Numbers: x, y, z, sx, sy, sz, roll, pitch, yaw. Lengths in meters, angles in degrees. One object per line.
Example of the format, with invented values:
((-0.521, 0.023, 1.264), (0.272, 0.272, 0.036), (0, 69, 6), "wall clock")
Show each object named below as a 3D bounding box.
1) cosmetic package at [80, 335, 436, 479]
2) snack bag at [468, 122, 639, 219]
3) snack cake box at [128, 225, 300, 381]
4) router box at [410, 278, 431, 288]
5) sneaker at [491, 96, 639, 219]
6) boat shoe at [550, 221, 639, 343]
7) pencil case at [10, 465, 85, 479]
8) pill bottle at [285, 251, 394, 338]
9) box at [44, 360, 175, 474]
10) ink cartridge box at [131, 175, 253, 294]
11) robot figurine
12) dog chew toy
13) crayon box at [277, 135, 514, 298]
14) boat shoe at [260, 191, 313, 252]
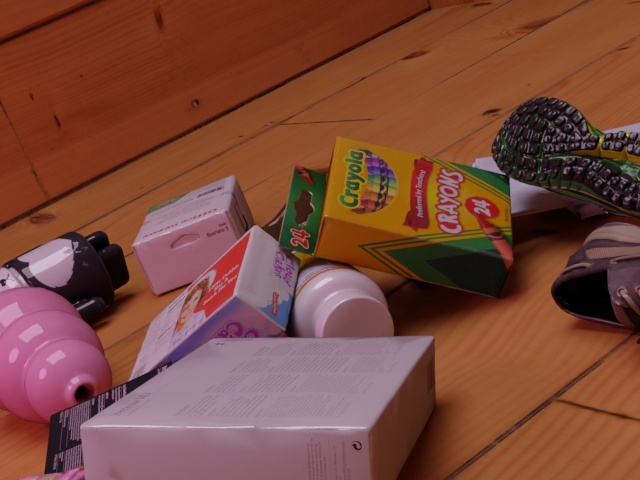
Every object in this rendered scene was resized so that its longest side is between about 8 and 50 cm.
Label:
((-0.044, 0.185, 1.228), (0.284, 0.098, 0.377), (0, 8, 15), "cosmetic package")
((0.411, -0.105, 1.854), (0.342, 0.037, 0.323), (-12, 20, 12), "snack bag")
((-0.150, 0.119, 1.601), (0.264, 0.089, 0.152), (-41, 21, 33), "snack cake box")
((0.185, 0.010, 1.812), (0.133, 0.046, 0.179), (-22, 17, -6), "router box")
((0.390, -0.099, 1.657), (0.343, 0.146, 0.134), (31, 89, 43), "sneaker")
((0.391, 0.064, 1.294), (0.130, 0.132, 0.355), (-38, 12, -17), "boat shoe")
((-0.390, 0.367, 1.242), (0.386, 0.160, 0.167), (-17, 32, 17), "pencil case")
((0.015, 0.098, 1.600), (0.136, 0.136, 0.245), (-25, 17, -10), "pill bottle")
((-0.239, 0.273, 1.434), (0.184, 0.103, 0.261), (-26, 19, -1), "box")
((-0.250, -0.015, 2.314), (0.201, 0.117, 0.278), (-21, 16, 5), "ink cartridge box")
((-0.513, 0.088, 2.228), (0.278, 0.174, 0.209), (-30, 6, -25), "robot figurine")
((-0.432, 0.193, 1.796), (0.206, 0.207, 0.332), (-30, 27, -25), "dog chew toy")
((0.111, -0.041, 1.634), (0.318, 0.081, 0.202), (12, 39, -4), "crayon box")
((-0.023, -0.005, 1.760), (0.285, 0.089, 0.104), (-36, 35, -9), "boat shoe")
